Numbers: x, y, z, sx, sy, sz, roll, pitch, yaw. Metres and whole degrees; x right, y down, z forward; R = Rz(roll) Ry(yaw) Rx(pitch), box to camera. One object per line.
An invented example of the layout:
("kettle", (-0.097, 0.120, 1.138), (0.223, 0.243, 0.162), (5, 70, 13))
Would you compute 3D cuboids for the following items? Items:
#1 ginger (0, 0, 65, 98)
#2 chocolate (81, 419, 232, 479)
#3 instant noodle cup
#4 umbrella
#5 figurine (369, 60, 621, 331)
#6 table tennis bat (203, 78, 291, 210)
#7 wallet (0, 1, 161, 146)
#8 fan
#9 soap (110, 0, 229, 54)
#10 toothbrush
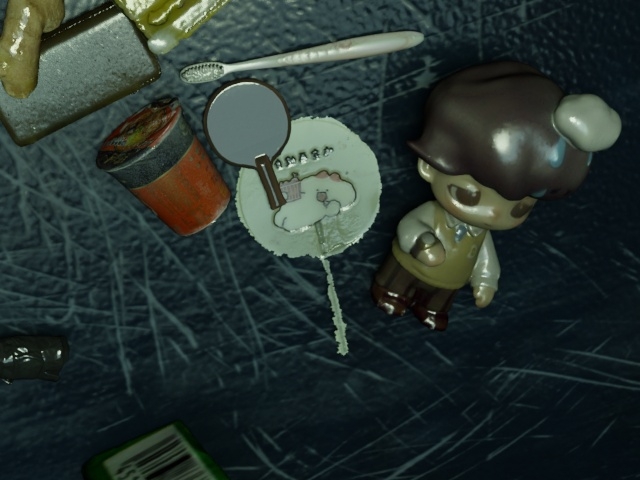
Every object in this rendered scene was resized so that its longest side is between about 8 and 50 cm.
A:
("ginger", (-0.311, -0.300, 1.342), (0.089, 0.075, 0.288), (10, 95, -54))
("chocolate", (-0.121, 0.421, 1.504), (0.161, 0.360, 0.341), (-37, 113, -12))
("instant noodle cup", (-0.180, -0.081, 1.440), (0.127, 0.127, 0.136), (-37, 120, 2))
("umbrella", (-0.426, 0.140, 1.468), (0.235, 0.059, 0.066), (7, 102, -29))
("figurine", (0.185, -0.049, 1.474), (0.218, 0.206, 0.365), (25, 104, -4))
("table tennis bat", (-0.072, -0.106, 1.442), (0.107, 0.119, 0.170), (-22, 107, -3))
("wallet", (-0.294, -0.198, 1.415), (0.198, 0.031, 0.110), (-27, 112, -2))
("fan", (0.000, 0.000, 1.554), (0.190, 0.009, 0.329), (-16, 108, -6))
("soap", (-0.142, -0.331, 1.363), (0.233, 0.076, 0.135), (-42, 109, -4))
("toothbrush", (-0.020, -0.224, 1.464), (0.307, 0.029, 0.025), (-11, 103, -8))
